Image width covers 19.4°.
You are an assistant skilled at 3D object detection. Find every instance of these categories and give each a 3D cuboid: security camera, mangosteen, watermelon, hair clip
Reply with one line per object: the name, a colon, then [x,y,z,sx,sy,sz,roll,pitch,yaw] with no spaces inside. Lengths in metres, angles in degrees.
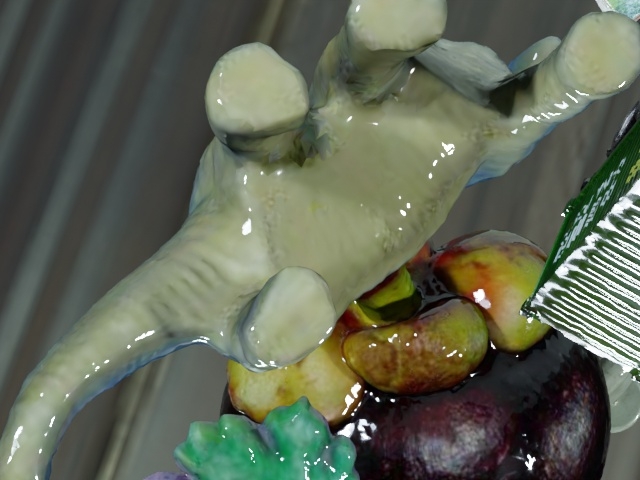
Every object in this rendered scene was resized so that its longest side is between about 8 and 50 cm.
security camera: [0.223,0.112,1.455,0.058,0.058,0.092,15,161,16]
mangosteen: [0.056,0.111,1.256,0.288,0.233,0.287,-1,159,-1]
watermelon: [0.229,-0.177,1.369,0.085,0.085,0.061,17,129,7]
hair clip: [-0.048,0.164,0.925,0.124,0.195,0.052,32,-170,-13]

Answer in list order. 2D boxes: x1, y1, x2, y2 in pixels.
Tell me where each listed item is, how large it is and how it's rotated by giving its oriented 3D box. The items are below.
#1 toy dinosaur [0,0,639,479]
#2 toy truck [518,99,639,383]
toy dinosaur: [0.000,0.000,0.526,0.075,0.247,0.188,43,166,6]
toy truck: [0.190,-0.043,0.883,0.088,0.121,0.259,29,150,0]
